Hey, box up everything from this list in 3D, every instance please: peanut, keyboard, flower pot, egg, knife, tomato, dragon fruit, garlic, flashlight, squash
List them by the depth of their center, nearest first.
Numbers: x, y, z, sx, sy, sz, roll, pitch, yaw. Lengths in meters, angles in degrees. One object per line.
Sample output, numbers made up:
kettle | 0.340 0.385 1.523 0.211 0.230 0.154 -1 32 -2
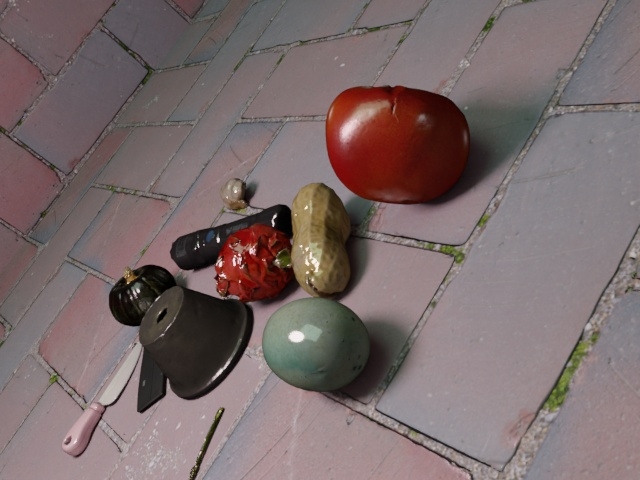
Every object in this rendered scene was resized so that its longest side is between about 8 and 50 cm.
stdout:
egg | -0.011 0.187 1.393 0.237 0.169 0.169 -7 50 51
tomato | 0.149 -0.187 1.535 0.299 0.299 0.226 14 100 57
peanut | 0.000 0.000 1.639 0.130 0.130 0.290 -30 42 30
dragon fruit | -0.145 0.050 1.726 0.210 0.172 0.172 -22 38 21
flower pot | -0.305 0.210 1.762 0.269 0.166 0.269 -31 36 26
keyboard | -0.417 0.338 1.897 0.103 0.041 0.381 -38 25 19
flashlight | -0.229 -0.005 1.977 0.424 0.103 0.103 -16 43 42
knife | -0.554 0.402 1.995 0.081 0.043 0.335 6 58 48
squash | -0.478 0.148 2.073 0.193 0.155 0.193 -12 43 11
garlic | -0.242 -0.135 2.160 0.113 0.074 0.094 -34 40 53

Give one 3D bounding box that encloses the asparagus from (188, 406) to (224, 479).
asparagus | -0.235 0.417 1.583 0.016 0.013 0.166 -24 36 54
